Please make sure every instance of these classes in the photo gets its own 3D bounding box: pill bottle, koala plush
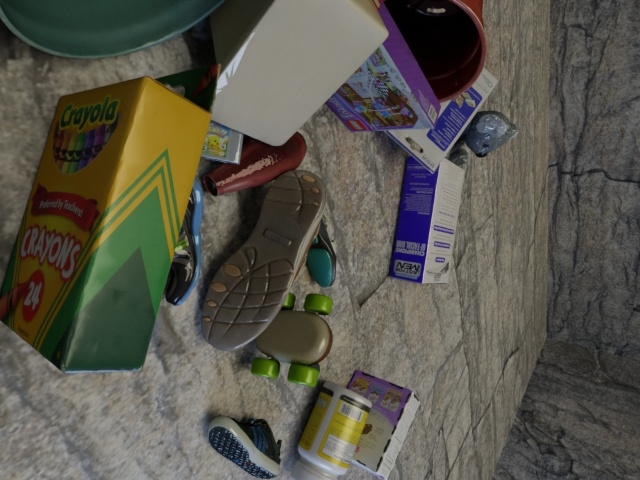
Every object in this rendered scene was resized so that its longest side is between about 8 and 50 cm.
[{"bbox_3d":[0.022,0.431,0.914,0.119,0.119,0.208,46,63,-45],"label":"pill bottle"},{"bbox_3d":[0.434,-0.314,1.185,0.196,0.221,0.203,-5,101,-50],"label":"koala plush"}]

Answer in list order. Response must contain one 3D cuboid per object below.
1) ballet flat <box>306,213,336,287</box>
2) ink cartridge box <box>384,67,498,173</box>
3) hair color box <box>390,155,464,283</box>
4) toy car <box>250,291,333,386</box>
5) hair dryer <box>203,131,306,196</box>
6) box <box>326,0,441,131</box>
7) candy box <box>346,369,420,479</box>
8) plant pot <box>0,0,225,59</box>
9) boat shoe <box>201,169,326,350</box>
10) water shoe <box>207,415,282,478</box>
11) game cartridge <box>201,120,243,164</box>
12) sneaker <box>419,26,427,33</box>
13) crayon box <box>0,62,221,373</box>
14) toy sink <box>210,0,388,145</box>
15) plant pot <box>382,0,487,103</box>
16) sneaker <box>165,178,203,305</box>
[{"bbox_3d":[0.000,0.000,0.842,0.074,0.074,0.203,-43,126,-37],"label":"ballet flat"},{"bbox_3d":[0.296,-0.331,1.050,0.165,0.065,0.333,40,75,-8],"label":"ink cartridge box"},{"bbox_3d":[0.304,-0.051,1.171,0.185,0.110,0.339,8,90,-52],"label":"hair color box"},{"bbox_3d":[-0.026,0.199,0.805,0.188,0.149,0.155,47,50,-57],"label":"toy car"},{"bbox_3d":[-0.114,-0.199,0.681,0.223,0.080,0.294,25,73,-32],"label":"hair dryer"},{"bbox_3d":[0.074,-0.306,0.765,0.293,0.201,0.057,34,71,-49],"label":"box"},{"bbox_3d":[0.120,0.434,0.996,0.196,0.165,0.070,-57,133,-26],"label":"candy box"},{"bbox_3d":[-0.208,-0.345,0.384,0.293,0.293,0.196,-39,99,-39],"label":"plant pot"},{"bbox_3d":[-0.082,0.039,0.708,0.324,0.123,0.116,-58,171,-5],"label":"boat shoe"},{"bbox_3d":[-0.136,0.360,0.763,0.080,0.073,0.203,-78,150,-49],"label":"water shoe"},{"bbox_3d":[-0.156,-0.145,0.606,0.083,0.017,0.056,8,84,-21],"label":"game cartridge"},{"bbox_3d":[0.249,-0.481,1.056,0.081,0.080,0.211,46,58,-23],"label":"sneaker"},{"bbox_3d":[-0.232,-0.047,0.446,0.081,0.202,0.319,21,80,-50],"label":"crayon box"},{"bbox_3d":[-0.055,-0.270,0.573,0.152,0.234,0.131,14,49,-42],"label":"toy sink"},{"bbox_3d":[0.229,-0.486,0.893,0.272,0.272,0.265,46,54,-45],"label":"plant pot"},{"bbox_3d":[-0.212,0.000,0.598,0.078,0.067,0.188,-2,101,-29],"label":"sneaker"}]
